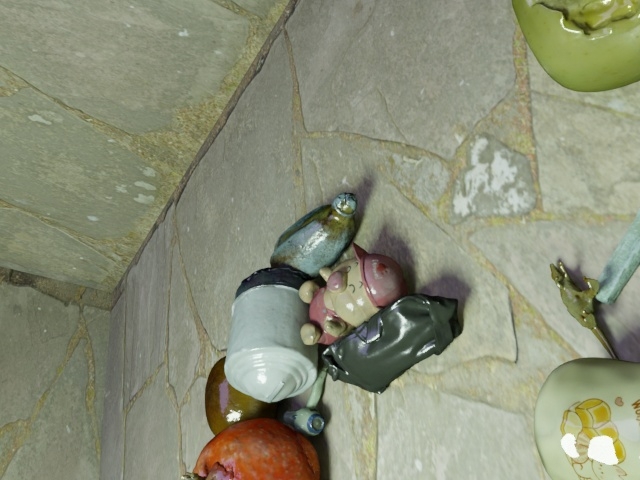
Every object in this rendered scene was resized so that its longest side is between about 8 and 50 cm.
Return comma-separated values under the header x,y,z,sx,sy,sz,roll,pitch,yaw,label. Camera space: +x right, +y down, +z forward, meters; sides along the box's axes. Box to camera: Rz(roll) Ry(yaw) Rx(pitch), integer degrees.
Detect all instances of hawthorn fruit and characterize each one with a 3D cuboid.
x,y,z,sx,sy,sz,roll,pitch,yaw,label
-0.162,0.511,1.139,0.276,0.308,0.275,-28,53,45,hawthorn fruit

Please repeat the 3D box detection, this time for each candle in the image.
x,y,z,sx,sy,sz,roll,pitch,yaw,label
-0.112,0.240,1.256,0.221,0.221,0.342,-45,28,34,candle

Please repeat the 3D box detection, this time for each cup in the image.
x,y,z,sx,sy,sz,roll,pitch,yaw,label
0.392,0.260,0.626,0.173,0.255,0.202,-38,15,-35,cup

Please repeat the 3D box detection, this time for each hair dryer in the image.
x,y,z,sx,sy,sz,roll,pitch,yaw,label
-0.032,0.368,1.275,0.167,0.068,0.199,-36,34,49,hair dryer

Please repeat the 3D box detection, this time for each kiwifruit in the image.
x,y,z,sx,sy,sz,roll,pitch,yaw,label
-0.201,0.409,1.370,0.196,0.196,0.233,-26,59,48,kiwifruit

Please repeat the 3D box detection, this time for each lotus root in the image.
x,y,z,sx,sy,sz,roll,pitch,yaw,label
0.000,0.000,1.346,0.322,0.140,0.158,-38,19,34,lotus root

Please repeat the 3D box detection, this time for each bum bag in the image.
x,y,z,sx,sy,sz,roll,pitch,yaw,label
0.142,0.200,1.039,0.326,0.142,0.079,-40,8,33,bum bag

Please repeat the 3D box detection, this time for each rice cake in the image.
x,y,z,sx,sy,sz,roll,pitch,yaw,label
0.443,0.013,0.764,0.170,0.029,0.033,-64,28,10,rice cake

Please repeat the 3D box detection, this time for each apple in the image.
x,y,z,sx,sy,sz,roll,pitch,yaw,label
0.429,-0.358,0.789,0.279,0.279,0.278,-32,48,44,apple

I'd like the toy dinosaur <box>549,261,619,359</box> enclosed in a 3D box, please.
x,y,z,sx,sy,sz,roll,pitch,yaw,label
0.390,0.108,0.795,0.039,0.126,0.161,-23,89,5,toy dinosaur

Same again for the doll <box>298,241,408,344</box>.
x,y,z,sx,sy,sz,roll,pitch,yaw,label
0.064,0.117,1.154,0.256,0.152,0.196,-37,71,32,doll
